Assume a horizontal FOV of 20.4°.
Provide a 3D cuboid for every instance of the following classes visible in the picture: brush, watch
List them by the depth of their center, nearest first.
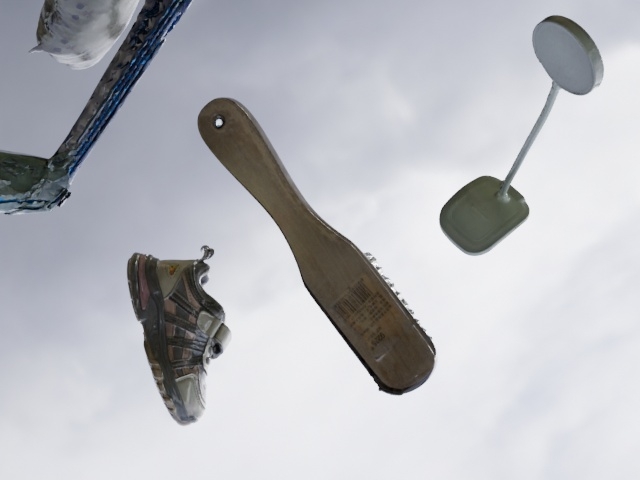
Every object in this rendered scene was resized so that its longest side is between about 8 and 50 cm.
[{"bbox_3d":[-0.171,-0.151,1.144,0.276,0.274,0.068,5,-178,-18],"label":"watch"},{"bbox_3d":[0.000,0.000,1.663,0.070,0.327,0.065,-39,176,19],"label":"brush"}]

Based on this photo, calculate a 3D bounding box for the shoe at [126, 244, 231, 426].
[{"bbox_3d":[-0.132,0.091,1.773,0.092,0.180,0.089,-15,172,-5],"label":"shoe"}]

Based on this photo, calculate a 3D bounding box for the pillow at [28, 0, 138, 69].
[{"bbox_3d":[-0.163,-0.194,1.306,0.093,0.051,0.241,-31,166,-38],"label":"pillow"}]

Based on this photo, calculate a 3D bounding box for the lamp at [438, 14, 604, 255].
[{"bbox_3d":[0.120,-0.061,1.077,0.056,0.198,0.050,-33,-110,-25],"label":"lamp"}]
